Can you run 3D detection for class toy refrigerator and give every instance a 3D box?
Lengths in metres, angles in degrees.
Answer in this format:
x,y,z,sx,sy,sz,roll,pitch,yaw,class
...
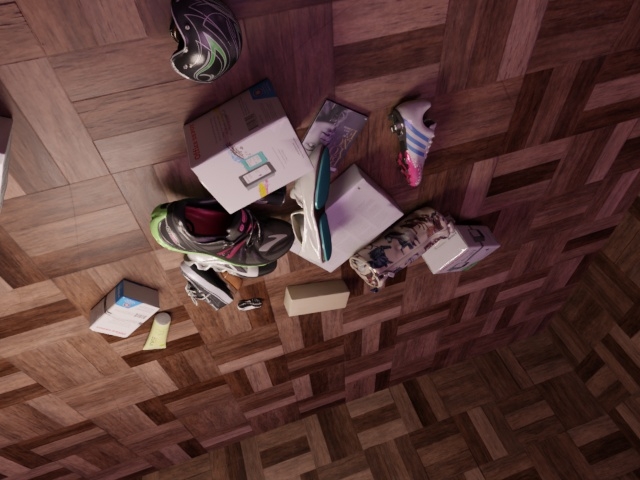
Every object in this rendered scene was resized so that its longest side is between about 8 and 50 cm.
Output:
x,y,z,sx,sy,sz,roll,pitch,yaw,class
-0.018,0.247,1.861,0.269,0.094,0.102,-6,130,-21,toy refrigerator

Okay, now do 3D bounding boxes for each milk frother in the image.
x,y,z,sx,sy,sz,roll,pitch,yaw,class
-0.172,-0.185,1.320,0.134,0.129,0.143,2,91,-29,milk frother

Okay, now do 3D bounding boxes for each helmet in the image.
x,y,z,sx,sy,sz,roll,pitch,yaw,class
-0.254,-0.448,0.924,0.169,0.170,0.161,10,146,-34,helmet

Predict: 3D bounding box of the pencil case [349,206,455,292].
x,y,z,sx,sy,sz,roll,pitch,yaw,class
0.321,0.025,1.648,0.410,0.183,0.160,-34,130,-15,pencil case

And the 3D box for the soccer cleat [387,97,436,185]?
x,y,z,sx,sy,sz,roll,pitch,yaw,class
0.322,-0.313,1.390,0.143,0.116,0.331,-24,140,1,soccer cleat

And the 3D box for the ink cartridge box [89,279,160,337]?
x,y,z,sx,sy,sz,roll,pitch,yaw,class
-0.706,0.249,1.525,0.203,0.086,0.148,-38,139,17,ink cartridge box

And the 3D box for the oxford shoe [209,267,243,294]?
x,y,z,sx,sy,sz,roll,pitch,yaw,class
-0.358,0.114,1.580,0.076,0.076,0.212,-49,141,-17,oxford shoe

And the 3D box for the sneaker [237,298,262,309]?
x,y,z,sx,sy,sz,roll,pitch,yaw,class
-0.300,0.274,1.797,0.108,0.040,0.044,-2,152,-19,sneaker

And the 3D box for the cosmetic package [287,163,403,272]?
x,y,z,sx,sy,sz,roll,pitch,yaw,class
0.077,-0.067,1.556,0.377,0.098,0.284,-40,139,18,cosmetic package

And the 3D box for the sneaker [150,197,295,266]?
x,y,z,sx,sy,sz,roll,pitch,yaw,class
-0.262,-0.025,1.304,0.482,0.186,0.202,5,164,-40,sneaker

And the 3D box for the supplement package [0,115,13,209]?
x,y,z,sx,sy,sz,roll,pitch,yaw,class
-0.822,-0.177,0.949,0.194,0.149,0.203,10,130,-34,supplement package

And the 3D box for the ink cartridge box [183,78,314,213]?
x,y,z,sx,sy,sz,roll,pitch,yaw,class
-0.195,-0.250,1.142,0.269,0.198,0.197,-27,141,5,ink cartridge box

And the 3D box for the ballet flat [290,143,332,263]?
x,y,z,sx,sy,sz,roll,pitch,yaw,class
-0.037,-0.108,1.366,0.138,0.139,0.401,-10,116,-16,ballet flat

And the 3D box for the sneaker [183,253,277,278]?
x,y,z,sx,sy,sz,roll,pitch,yaw,class
-0.291,0.038,1.467,0.330,0.123,0.146,8,126,-27,sneaker

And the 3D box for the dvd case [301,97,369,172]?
x,y,z,sx,sy,sz,roll,pitch,yaw,class
0.029,-0.317,1.319,0.164,0.018,0.221,10,130,-34,dvd case

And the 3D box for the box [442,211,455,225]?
x,y,z,sx,sy,sz,roll,pitch,yaw,class
0.423,-0.010,1.814,0.323,0.063,0.067,-28,140,5,box

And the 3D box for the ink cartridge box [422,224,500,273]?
x,y,z,sx,sy,sz,roll,pitch,yaw,class
0.614,0.039,1.860,0.288,0.122,0.211,-2,145,-42,ink cartridge box

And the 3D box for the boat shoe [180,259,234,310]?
x,y,z,sx,sy,sz,roll,pitch,yaw,class
-0.437,0.174,1.557,0.104,0.113,0.306,-39,150,-4,boat shoe

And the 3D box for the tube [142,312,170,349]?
x,y,z,sx,sy,sz,roll,pitch,yaw,class
-0.658,0.383,1.722,0.070,0.062,0.240,32,130,0,tube
